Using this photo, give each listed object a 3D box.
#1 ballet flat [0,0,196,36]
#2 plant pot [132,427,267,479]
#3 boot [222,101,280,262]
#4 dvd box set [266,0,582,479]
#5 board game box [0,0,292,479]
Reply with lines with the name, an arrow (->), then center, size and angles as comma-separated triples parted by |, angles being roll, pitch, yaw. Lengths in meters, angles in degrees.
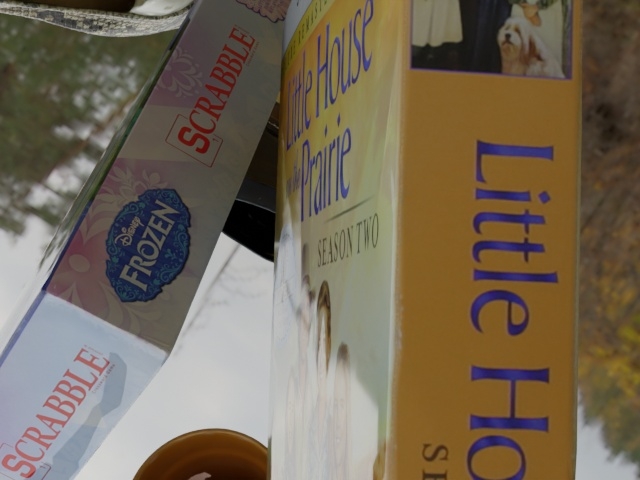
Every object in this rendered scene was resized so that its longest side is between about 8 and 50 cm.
ballet flat -> -0.281, -0.319, 1.526 | 0.483, 0.164, 0.182 | -2, -171, -26
plant pot -> -0.121, 0.360, 1.643 | 0.205, 0.205, 0.188 | 37, 163, 24
boot -> 0.000, 0.000, 0.968 | 0.219, 0.082, 0.106 | 39, -141, -17
dvd box set -> 0.023, 0.086, 0.513 | 0.062, 0.420, 0.307 | 3, 176, -9
board game box -> -0.132, 0.026, 0.769 | 0.066, 0.318, 0.318 | 30, -140, -11
